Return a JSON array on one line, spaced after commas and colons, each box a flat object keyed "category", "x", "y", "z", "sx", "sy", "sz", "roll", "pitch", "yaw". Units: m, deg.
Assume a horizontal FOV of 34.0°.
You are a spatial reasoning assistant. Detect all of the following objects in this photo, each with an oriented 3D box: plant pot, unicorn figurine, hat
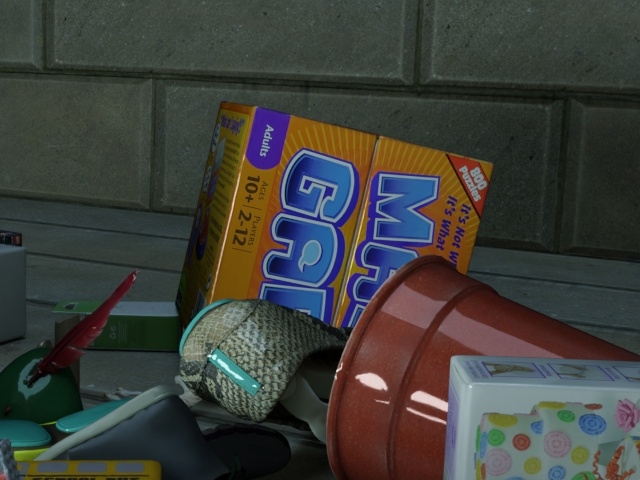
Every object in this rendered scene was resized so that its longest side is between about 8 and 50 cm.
[{"category": "plant pot", "x": 0.192, "y": 0.179, "z": 1.064, "sx": 0.265, "sy": 0.272, "sz": 0.272, "roll": 17, "pitch": 15, "yaw": 33}, {"category": "unicorn figurine", "x": -0.218, "y": 0.212, "z": 1.361, "sx": 0.111, "sy": 0.060, "sz": 0.162, "roll": 5, "pitch": 25, "yaw": 10}, {"category": "hat", "x": -0.344, "y": 0.136, "z": 1.248, "sx": 0.208, "sy": 0.183, "sz": 0.173, "roll": 0, "pitch": -7, "yaw": -39}]

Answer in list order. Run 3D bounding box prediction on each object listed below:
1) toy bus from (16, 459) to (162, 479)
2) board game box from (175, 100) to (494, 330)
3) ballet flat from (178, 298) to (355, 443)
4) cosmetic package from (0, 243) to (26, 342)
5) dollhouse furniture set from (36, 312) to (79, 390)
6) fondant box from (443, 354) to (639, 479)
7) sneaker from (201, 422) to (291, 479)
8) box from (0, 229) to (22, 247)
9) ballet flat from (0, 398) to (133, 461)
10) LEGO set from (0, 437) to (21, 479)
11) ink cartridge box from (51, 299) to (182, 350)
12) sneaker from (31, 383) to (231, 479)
[{"category": "toy bus", "x": -0.301, "y": 0.249, "z": 0.873, "sx": 0.333, "sy": 0.108, "sz": 0.130, "roll": 1, "pitch": 9, "yaw": -8}, {"category": "board game box", "x": 0.000, "y": 0.000, "z": 1.610, "sx": 0.356, "sy": 0.356, "sz": 0.356, "roll": 12, "pitch": 6, "yaw": -14}, {"category": "ballet flat", "x": 0.025, "y": 0.179, "z": 1.230, "sx": 0.182, "sy": 0.164, "sz": 0.483, "roll": 38, "pitch": 9, "yaw": 29}, {"category": "cosmetic package", "x": -0.683, "y": 0.099, "z": 1.591, "sx": 0.230, "sy": 0.161, "sz": 0.453, "roll": 6, "pitch": 9, "yaw": 23}, {"category": "dollhouse furniture set", "x": -0.415, "y": 0.162, "z": 1.366, "sx": 0.151, "sy": 0.123, "sz": 0.144, "roll": 5, "pitch": 9, "yaw": 13}, {"category": "fondant box", "x": 0.261, "y": 0.218, "z": 0.809, "sx": 0.330, "sy": 0.238, "sz": 0.096, "roll": 2, "pitch": 9, "yaw": -2}, {"category": "sneaker", "x": -0.132, "y": 0.253, "z": 1.094, "sx": 0.224, "sy": 0.083, "sz": 0.098, "roll": -1, "pitch": 34, "yaw": -18}, {"category": "box", "x": -0.643, "y": 0.054, "z": 1.912, "sx": 0.233, "sy": 0.159, "sz": 0.044, "roll": 8, "pitch": 10, "yaw": 29}, {"category": "ballet flat", "x": -0.291, "y": 0.227, "z": 1.127, "sx": 0.231, "sy": 0.077, "sz": 0.077, "roll": -5, "pitch": 15, "yaw": -34}, {"category": "LEGO set", "x": -0.226, "y": 0.237, "z": 0.497, "sx": 0.192, "sy": 0.255, "sz": 0.331, "roll": -13, "pitch": -1, "yaw": 7}, {"category": "ink cartridge box", "x": -0.336, "y": 0.140, "z": 1.747, "sx": 0.209, "sy": 0.062, "sz": 0.109, "roll": 2, "pitch": 8, "yaw": -5}, {"category": "sneaker", "x": -0.198, "y": 0.239, "z": 0.983, "sx": 0.222, "sy": 0.083, "sz": 0.118, "roll": -35, "pitch": 66, "yaw": -20}]
